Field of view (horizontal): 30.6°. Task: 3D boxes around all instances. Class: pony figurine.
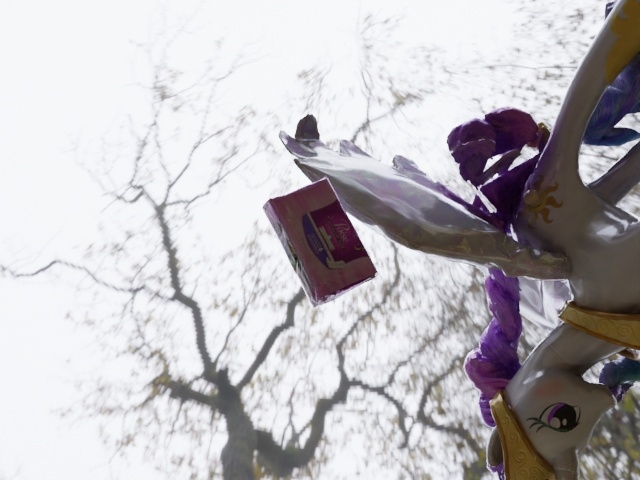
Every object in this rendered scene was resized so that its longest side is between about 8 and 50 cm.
[{"bbox_3d":[0.180,-0.008,0.883,0.363,0.351,0.302,-51,-42,12],"label":"pony figurine"}]

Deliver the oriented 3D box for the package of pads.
[{"bbox_3d":[0.000,0.000,0.816,0.050,0.032,0.083,-23,-103,-21],"label":"package of pads"}]
